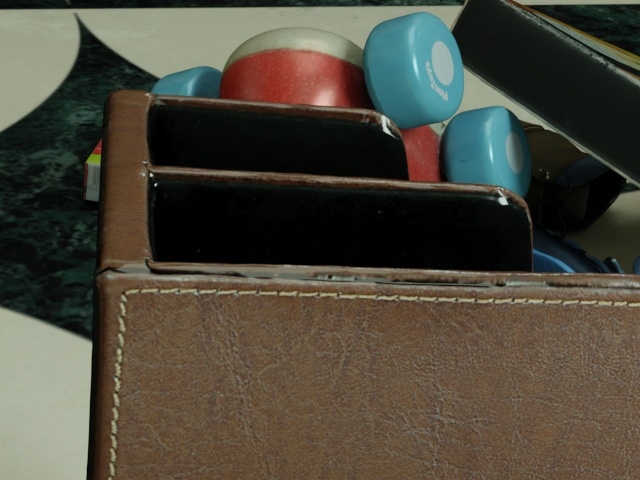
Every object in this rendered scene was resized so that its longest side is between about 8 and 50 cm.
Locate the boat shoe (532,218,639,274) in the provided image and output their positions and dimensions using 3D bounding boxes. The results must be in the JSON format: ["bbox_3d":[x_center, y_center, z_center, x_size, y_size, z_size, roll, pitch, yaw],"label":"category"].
[{"bbox_3d":[0.178,0.037,0.998,0.089,0.109,0.258,0,29,-20],"label":"boat shoe"}]

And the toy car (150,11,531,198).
[{"bbox_3d":[0.000,0.000,0.991,0.219,0.210,0.238,-8,57,32],"label":"toy car"}]

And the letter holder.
[{"bbox_3d":[0.013,0.113,0.586,0.214,0.302,0.152,3,27,-8],"label":"letter holder"}]

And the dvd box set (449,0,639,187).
[{"bbox_3d":[0.330,-0.051,1.082,0.420,0.062,0.307,15,19,-36],"label":"dvd box set"}]

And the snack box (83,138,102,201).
[{"bbox_3d":[-0.111,-0.058,1.192,0.141,0.037,0.100,10,28,4],"label":"snack box"}]

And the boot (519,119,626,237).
[{"bbox_3d":[0.166,-0.046,1.184,0.106,0.082,0.219,18,27,27],"label":"boot"}]
